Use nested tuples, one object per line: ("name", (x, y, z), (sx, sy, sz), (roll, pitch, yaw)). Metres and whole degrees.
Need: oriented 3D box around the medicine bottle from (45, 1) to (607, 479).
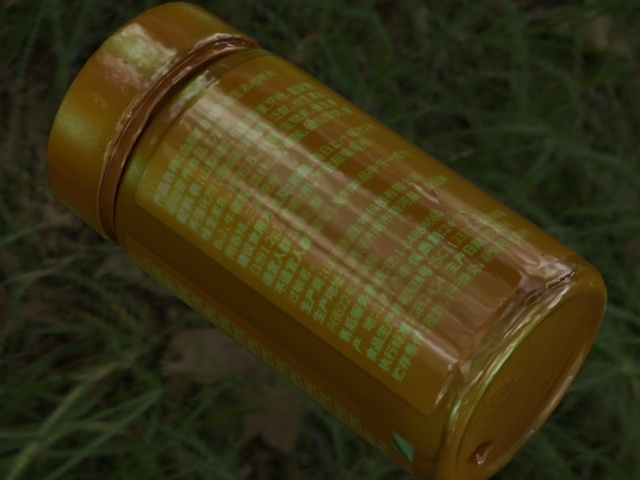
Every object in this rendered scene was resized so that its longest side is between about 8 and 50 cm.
("medicine bottle", (0.000, 0.000, 0.672), (0.192, 0.096, 0.096), (35, 49, 25))
